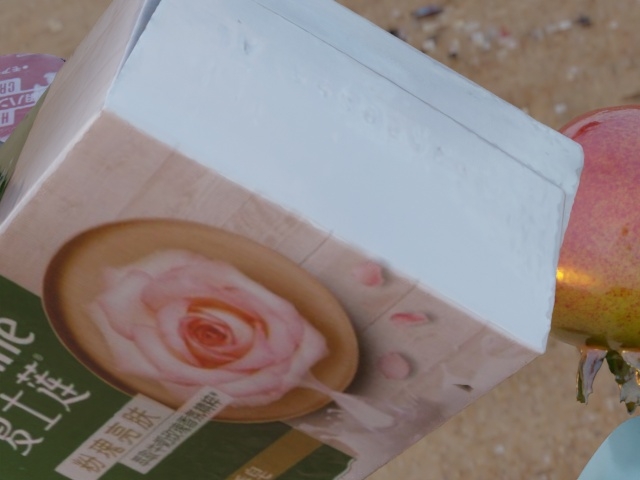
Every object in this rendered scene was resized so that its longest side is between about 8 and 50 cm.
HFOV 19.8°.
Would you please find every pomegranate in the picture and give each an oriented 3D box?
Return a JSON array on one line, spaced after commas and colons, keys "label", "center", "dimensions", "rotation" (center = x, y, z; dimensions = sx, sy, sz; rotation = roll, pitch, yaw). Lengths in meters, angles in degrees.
[{"label": "pomegranate", "center": [0.257, 0.015, 1.509], "dimensions": [0.220, 0.257, 0.221], "rotation": [6, -3, 0]}]

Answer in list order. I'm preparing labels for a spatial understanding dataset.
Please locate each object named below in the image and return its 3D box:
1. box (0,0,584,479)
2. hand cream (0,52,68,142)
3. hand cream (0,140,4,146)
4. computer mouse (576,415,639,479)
[{"label": "box", "center": [-0.036, 0.014, 0.543], "dimensions": [0.199, 0.135, 0.081], "rotation": [-44, 23, 46]}, {"label": "hand cream", "center": [-0.332, -0.082, 1.952], "dimensions": [0.230, 0.149, 0.230], "rotation": [-8, 37, 6]}, {"label": "hand cream", "center": [-0.332, -0.069, 1.228], "dimensions": [0.270, 0.061, 0.120], "rotation": [19, 48, 5]}, {"label": "computer mouse", "center": [0.236, 0.265, 1.374], "dimensions": [0.159, 0.097, 0.288], "rotation": [28, 74, 12]}]
